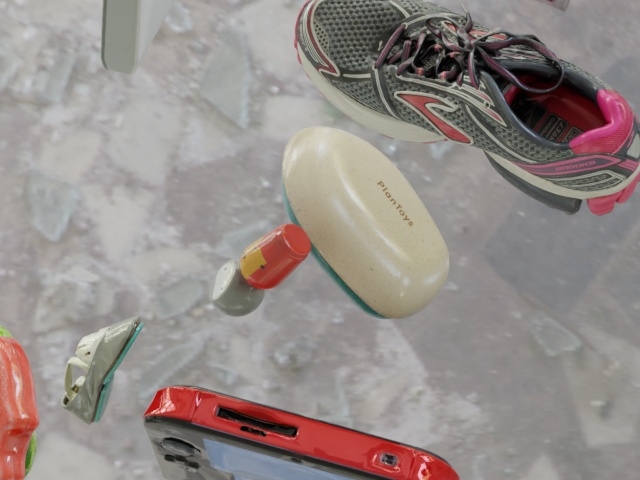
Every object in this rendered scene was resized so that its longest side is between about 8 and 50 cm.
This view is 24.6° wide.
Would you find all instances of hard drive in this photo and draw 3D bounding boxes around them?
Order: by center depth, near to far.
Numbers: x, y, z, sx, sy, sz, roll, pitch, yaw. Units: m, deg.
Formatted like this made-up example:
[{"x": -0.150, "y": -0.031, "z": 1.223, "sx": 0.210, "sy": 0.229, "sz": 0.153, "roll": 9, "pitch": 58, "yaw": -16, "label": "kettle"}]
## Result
[{"x": -0.157, "y": -0.333, "z": 1.492, "sx": 0.040, "sy": 0.307, "sz": 0.203, "roll": 12, "pitch": 128, "yaw": 4, "label": "hard drive"}]

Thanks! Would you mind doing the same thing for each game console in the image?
[{"x": -0.025, "y": 0.298, "z": 1.826, "sx": 0.386, "sy": 0.342, "sz": 0.060, "roll": 15, "pitch": 63, "yaw": 6, "label": "game console"}]

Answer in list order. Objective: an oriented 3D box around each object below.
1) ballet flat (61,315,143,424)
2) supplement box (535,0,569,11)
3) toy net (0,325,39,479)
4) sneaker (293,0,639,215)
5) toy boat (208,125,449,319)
[{"x": -0.282, "y": 0.157, "z": 1.834, "sx": 0.068, "sy": 0.072, "sz": 0.213, "roll": 29, "pitch": 135, "yaw": 0, "label": "ballet flat"}, {"x": 0.214, "y": -0.323, "z": 1.375, "sx": 0.104, "sy": 0.081, "sz": 0.188, "roll": 24, "pitch": 98, "yaw": 15, "label": "supplement box"}, {"x": -0.092, "y": 0.111, "z": 0.434, "sx": 0.122, "sy": 0.045, "sz": 0.232, "roll": -46, "pitch": 51, "yaw": 37, "label": "toy net"}, {"x": 0.116, "y": -0.130, "z": 1.135, "sx": 0.299, "sy": 0.112, "sz": 0.121, "roll": 24, "pitch": 77, "yaw": 18, "label": "sneaker"}, {"x": 0.000, "y": 0.000, "z": 1.758, "sx": 0.148, "sy": 0.318, "sz": 0.267, "roll": -40, "pitch": 80, "yaw": 38, "label": "toy boat"}]
